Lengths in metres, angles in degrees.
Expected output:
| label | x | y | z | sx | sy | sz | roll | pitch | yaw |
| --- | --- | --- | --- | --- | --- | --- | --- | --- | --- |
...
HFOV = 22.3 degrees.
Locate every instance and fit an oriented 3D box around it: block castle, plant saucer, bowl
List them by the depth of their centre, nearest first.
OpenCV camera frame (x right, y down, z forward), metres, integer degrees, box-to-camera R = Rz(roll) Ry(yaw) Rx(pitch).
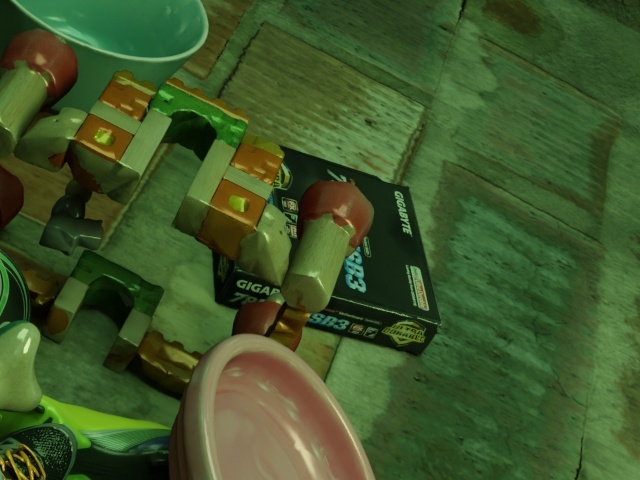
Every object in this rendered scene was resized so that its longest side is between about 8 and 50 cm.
| label | x | y | z | sx | sy | sz | roll | pitch | yaw |
| --- | --- | --- | --- | --- | --- | --- | --- | --- | --- |
| plant saucer | -0.049 | 0.262 | 1.667 | 0.332 | 0.084 | 0.332 | 45 | 29 | -35 |
| block castle | -0.195 | -0.023 | 1.835 | 0.453 | 0.303 | 0.213 | 27 | 40 | -5 |
| bowl | -0.325 | -0.280 | 2.187 | 0.311 | 0.163 | 0.311 | 20 | 36 | -15 |

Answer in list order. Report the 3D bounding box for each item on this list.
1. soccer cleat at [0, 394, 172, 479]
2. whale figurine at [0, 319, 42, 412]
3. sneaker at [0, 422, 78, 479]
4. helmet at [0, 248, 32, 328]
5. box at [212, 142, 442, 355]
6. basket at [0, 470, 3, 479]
| label | x | y | z | sx | sy | sz | roll | pitch | yaw |
| --- | --- | --- | --- | --- | --- | --- | --- | --- | --- |
| soccer cleat | -0.243 | 0.217 | 1.701 | 0.289 | 0.093 | 0.121 | 19 | 5 | -9 |
| whale figurine | -0.405 | 0.141 | 1.557 | 0.272 | 0.216 | 0.141 | -18 | 37 | -29 |
| sneaker | -0.314 | 0.240 | 1.555 | 0.215 | 0.083 | 0.084 | -35 | 84 | -37 |
| helmet | -0.385 | 0.069 | 1.694 | 0.169 | 0.169 | 0.162 | 6 | 58 | -31 |
| box | 0.000 | 0.000 | 2.154 | 0.293 | 0.073 | 0.295 | 16 | 37 | -19 |
| basket | -0.316 | 0.312 | 1.365 | 0.201 | 0.255 | 0.289 | -9 | 68 | -43 |
